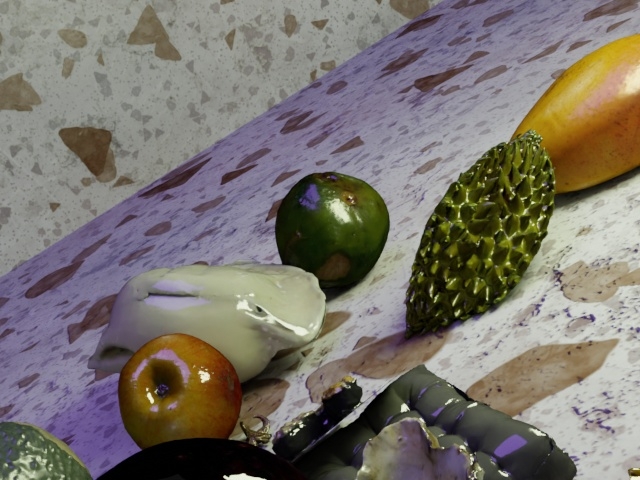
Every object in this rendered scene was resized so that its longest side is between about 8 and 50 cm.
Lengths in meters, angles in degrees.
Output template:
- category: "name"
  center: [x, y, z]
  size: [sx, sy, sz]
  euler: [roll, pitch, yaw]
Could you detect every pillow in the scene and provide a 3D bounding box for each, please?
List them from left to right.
- category: "pillow"
  center: [0.115, 0.258, 1.453]
  size: [0.228, 0.101, 0.326]
  euler: [-36, 17, -14]

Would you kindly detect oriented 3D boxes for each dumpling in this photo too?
- category: "dumpling"
  center: [-0.174, 0.108, 2.083]
  size: [0.395, 0.233, 0.315]
  euler: [-10, 31, 21]

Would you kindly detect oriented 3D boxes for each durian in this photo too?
- category: "durian"
  center: [0.251, -0.018, 1.934]
  size: [0.394, 0.163, 0.198]
  euler: [-60, -9, -28]

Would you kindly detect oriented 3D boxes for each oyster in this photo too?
- category: "oyster"
  center: [0.134, 0.295, 1.203]
  size: [0.166, 0.110, 0.341]
  euler: [-33, 40, -24]

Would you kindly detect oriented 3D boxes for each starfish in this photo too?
- category: "starfish"
  center: [-0.098, 0.279, 1.819]
  size: [0.078, 0.028, 0.091]
  euler: [-22, 20, 37]

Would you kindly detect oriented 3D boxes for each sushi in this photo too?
- category: "sushi"
  center: [-0.011, 0.228, 1.610]
  size: [0.192, 0.043, 0.279]
  euler: [-37, -7, -21]

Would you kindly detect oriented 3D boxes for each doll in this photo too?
- category: "doll"
  center: [-0.450, 0.405, 1.706]
  size: [0.247, 0.247, 0.349]
  euler: [-19, 28, 27]

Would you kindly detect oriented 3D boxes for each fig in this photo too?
- category: "fig"
  center: [0.000, 0.000, 2.207]
  size: [0.245, 0.195, 0.195]
  euler: [-46, 5, 34]

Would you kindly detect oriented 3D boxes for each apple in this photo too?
- category: "apple"
  center: [-0.193, 0.226, 1.854]
  size: [0.160, 0.173, 0.195]
  euler: [-7, 66, 9]

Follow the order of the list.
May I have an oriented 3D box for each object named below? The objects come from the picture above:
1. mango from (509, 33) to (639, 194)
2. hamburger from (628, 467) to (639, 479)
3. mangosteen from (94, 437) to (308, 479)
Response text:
- category: "mango"
  center: [0.438, -0.190, 2.069]
  size: [0.350, 0.201, 0.199]
  euler: [-33, -10, 11]
- category: "hamburger"
  center: [0.353, 0.243, 1.136]
  size: [0.164, 0.093, 0.189]
  euler: [-21, 18, 29]
- category: "mangosteen"
  center: [-0.107, 0.359, 1.228]
  size: [0.307, 0.307, 0.347]
  euler: [-30, 46, -4]
